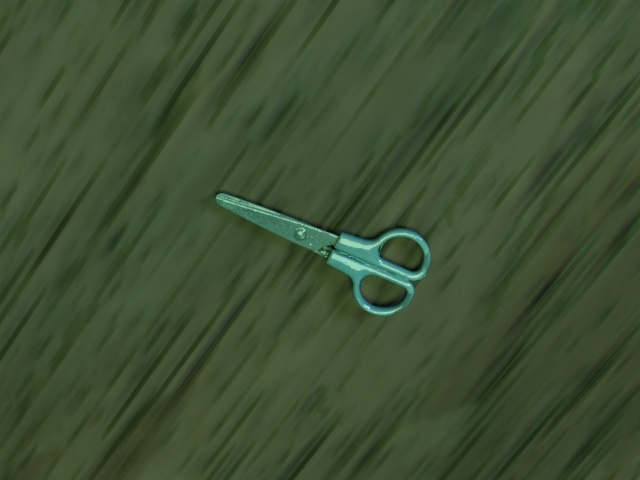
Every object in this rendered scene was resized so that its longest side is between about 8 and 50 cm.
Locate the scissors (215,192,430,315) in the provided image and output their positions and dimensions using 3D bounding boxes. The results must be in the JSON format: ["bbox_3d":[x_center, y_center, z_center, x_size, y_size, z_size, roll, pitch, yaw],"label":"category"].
[{"bbox_3d":[0.000,0.000,0.525,0.083,0.006,0.036,24,110,-12],"label":"scissors"}]
